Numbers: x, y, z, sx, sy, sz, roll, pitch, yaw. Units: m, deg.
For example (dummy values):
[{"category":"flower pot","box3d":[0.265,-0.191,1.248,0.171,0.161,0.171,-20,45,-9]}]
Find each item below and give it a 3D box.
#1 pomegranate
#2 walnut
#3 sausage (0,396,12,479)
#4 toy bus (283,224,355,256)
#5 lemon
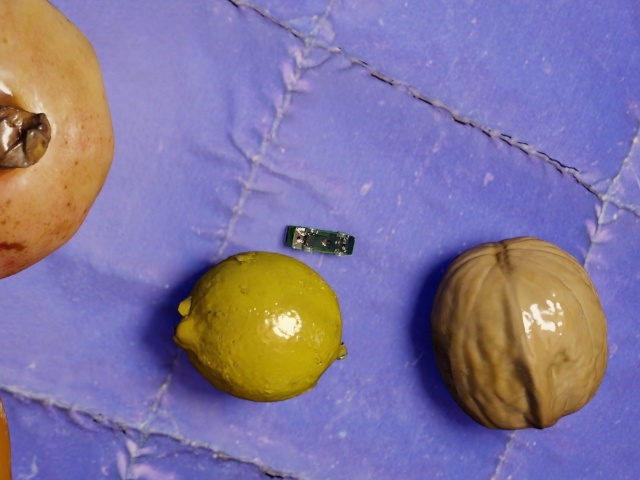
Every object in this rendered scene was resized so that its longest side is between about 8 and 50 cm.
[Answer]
[{"category":"pomegranate","box3d":[-0.351,-0.109,1.065,0.338,0.338,0.338,-4,100,-24]},{"category":"walnut","box3d":[0.251,0.123,1.443,0.225,0.225,0.260,-27,113,-19]},{"category":"sausage","box3d":[-0.386,0.196,1.225,0.098,0.098,0.238,-12,101,-23]},{"category":"toy bus","box3d":[0.000,0.000,1.401,0.083,0.037,0.031,8,94,-27]},{"category":"lemon","box3d":[-0.070,0.099,1.312,0.206,0.173,0.173,5,96,-26]}]
